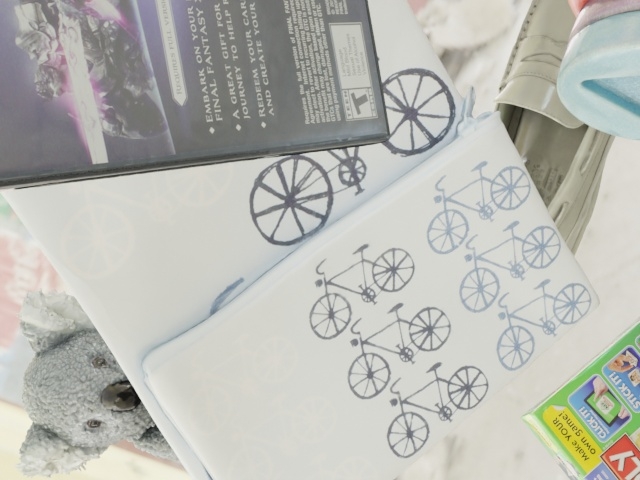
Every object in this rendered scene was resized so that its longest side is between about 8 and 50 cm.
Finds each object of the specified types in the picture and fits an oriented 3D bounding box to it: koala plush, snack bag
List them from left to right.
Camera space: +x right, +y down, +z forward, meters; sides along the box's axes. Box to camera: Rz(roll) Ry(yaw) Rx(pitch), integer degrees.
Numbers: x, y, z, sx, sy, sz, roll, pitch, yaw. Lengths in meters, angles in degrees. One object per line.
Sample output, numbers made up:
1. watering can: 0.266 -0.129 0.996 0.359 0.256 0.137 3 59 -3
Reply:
1. koala plush: -0.166 0.132 1.213 0.203 0.221 0.196 -167 75 -68
2. snack bag: 0.000 0.000 0.911 0.323 0.343 0.037 -36 17 -16

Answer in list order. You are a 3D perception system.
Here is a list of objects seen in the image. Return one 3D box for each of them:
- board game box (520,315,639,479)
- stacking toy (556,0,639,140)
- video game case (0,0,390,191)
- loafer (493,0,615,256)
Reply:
1. board game box: 0.388 0.241 1.394 0.213 0.317 0.046 -37 -5 -17
2. stacking toy: 0.295 -0.129 0.810 0.279 0.308 0.130 74 -154 -65
3. video game case: -0.080 -0.125 0.555 0.026 0.274 0.196 -9 92 43
4. loafer: 0.205 -0.121 1.143 0.111 0.112 0.320 -7 -70 -58
